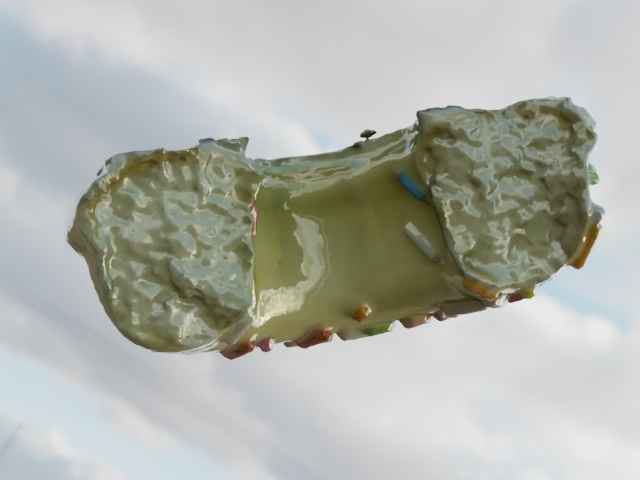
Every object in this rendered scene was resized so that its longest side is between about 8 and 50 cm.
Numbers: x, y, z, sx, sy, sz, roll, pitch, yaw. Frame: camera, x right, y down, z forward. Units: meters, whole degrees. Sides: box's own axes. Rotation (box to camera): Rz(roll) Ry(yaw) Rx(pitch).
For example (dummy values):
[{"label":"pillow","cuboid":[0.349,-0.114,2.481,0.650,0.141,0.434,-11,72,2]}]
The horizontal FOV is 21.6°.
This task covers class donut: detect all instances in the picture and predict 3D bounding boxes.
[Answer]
[{"label":"donut","cuboid":[0.002,0.000,0.542,0.166,0.065,0.108,-10,-8,-12]}]
